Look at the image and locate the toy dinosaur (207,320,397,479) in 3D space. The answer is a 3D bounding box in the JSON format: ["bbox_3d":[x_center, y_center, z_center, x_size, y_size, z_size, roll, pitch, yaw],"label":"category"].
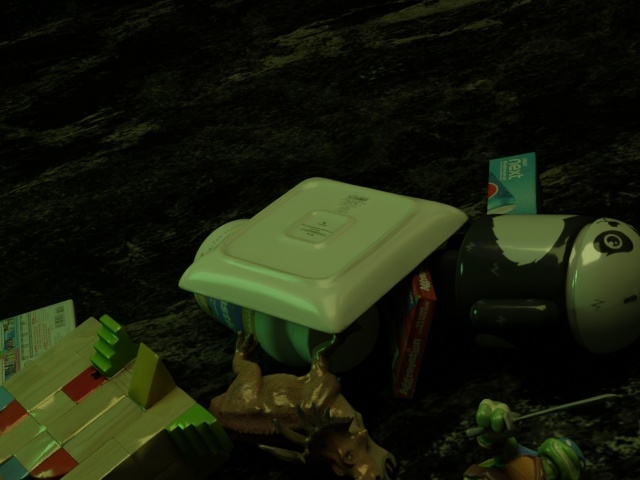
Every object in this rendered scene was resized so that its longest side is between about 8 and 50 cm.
[{"bbox_3d":[-0.049,0.206,1.795,0.296,0.127,0.200,-6,35,29],"label":"toy dinosaur"}]

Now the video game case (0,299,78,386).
[{"bbox_3d":[-0.439,0.168,2.159,0.193,0.023,0.212,-17,28,-4],"label":"video game case"}]

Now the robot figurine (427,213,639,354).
[{"bbox_3d":[0.273,0.049,1.854,0.278,0.173,0.209,3,61,31],"label":"robot figurine"}]

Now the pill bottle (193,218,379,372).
[{"bbox_3d":[-0.044,0.077,1.989,0.152,0.152,0.272,-28,30,-23],"label":"pill bottle"}]

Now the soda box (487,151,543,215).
[{"bbox_3d":[0.277,-0.046,2.148,0.071,0.067,0.210,-9,28,12],"label":"soda box"}]

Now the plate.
[{"bbox_3d":[0.000,0.000,1.899,0.277,0.045,0.278,14,40,41],"label":"plate"}]

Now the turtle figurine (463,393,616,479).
[{"bbox_3d":[0.181,0.269,1.476,0.266,0.197,0.275,-30,27,-19],"label":"turtle figurine"}]

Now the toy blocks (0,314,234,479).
[{"bbox_3d":[-0.296,0.250,1.805,0.261,0.190,0.381,-38,34,-16],"label":"toy blocks"}]

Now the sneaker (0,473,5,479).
[{"bbox_3d":[-0.406,0.405,1.618,0.180,0.125,0.321,-39,42,29],"label":"sneaker"}]

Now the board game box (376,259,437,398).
[{"bbox_3d":[0.105,0.067,1.945,0.027,0.145,0.281,7,26,-7],"label":"board game box"}]
